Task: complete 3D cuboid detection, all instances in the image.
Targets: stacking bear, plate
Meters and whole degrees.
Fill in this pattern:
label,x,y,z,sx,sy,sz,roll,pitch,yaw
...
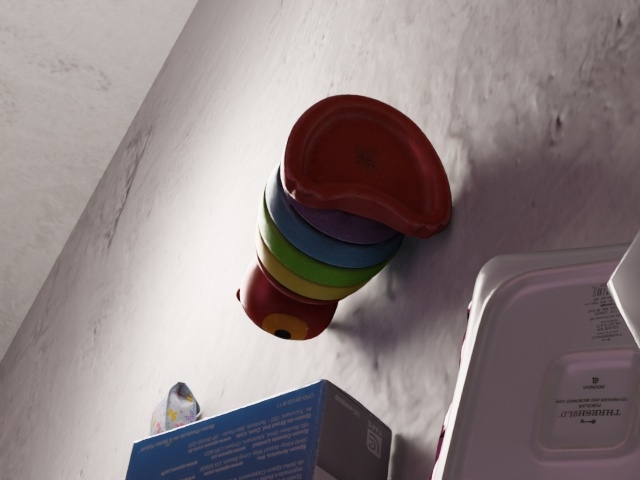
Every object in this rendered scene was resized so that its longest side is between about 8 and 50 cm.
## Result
label,x,y,z,sx,sy,sz,roll,pitch,yaw
stacking bear,0.000,0.000,1.737,0.289,0.175,0.164,120,161,-45
plate,0.179,0.108,1.045,0.277,0.045,0.278,-9,54,41

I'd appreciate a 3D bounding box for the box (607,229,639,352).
label,x,y,z,sx,sy,sz,roll,pitch,yaw
box,0.294,0.051,0.761,0.215,0.168,0.345,-60,19,23

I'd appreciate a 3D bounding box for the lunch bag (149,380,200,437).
label,x,y,z,sx,sy,sz,roll,pitch,yaw
lunch bag,-0.190,0.232,2.167,0.071,0.053,0.083,130,147,-48

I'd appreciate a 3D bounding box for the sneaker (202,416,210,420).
label,x,y,z,sx,sy,sz,roll,pitch,yaw
sneaker,-0.144,0.284,1.915,0.190,0.083,0.071,-66,19,10

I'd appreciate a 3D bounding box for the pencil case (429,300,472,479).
label,x,y,z,sx,sy,sz,roll,pitch,yaw
pencil case,0.129,0.144,1.274,0.098,0.095,0.209,112,176,-69

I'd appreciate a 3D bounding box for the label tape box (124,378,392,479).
label,x,y,z,sx,sy,sz,roll,pitch,yaw
label tape box,-0.079,0.321,1.490,0.249,0.115,0.347,-21,45,34
